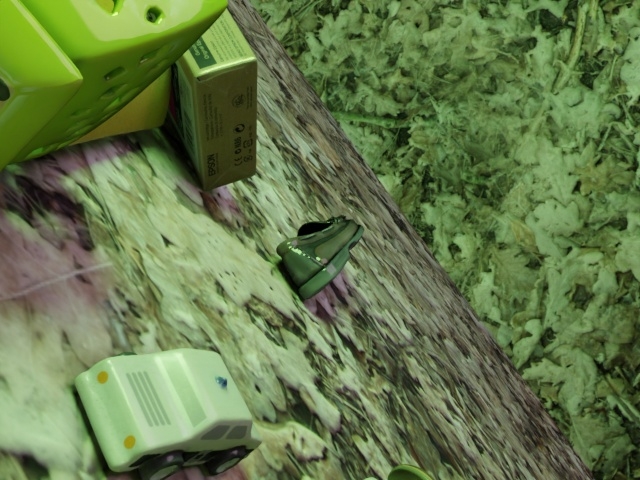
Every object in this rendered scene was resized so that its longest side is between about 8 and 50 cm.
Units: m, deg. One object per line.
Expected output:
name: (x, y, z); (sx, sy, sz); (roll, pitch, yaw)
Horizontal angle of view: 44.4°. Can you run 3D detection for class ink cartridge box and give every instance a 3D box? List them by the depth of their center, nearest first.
ink cartridge box: (-0.161, -0.215, 1.071); (0.193, 0.088, 0.235); (59, -20, 28)

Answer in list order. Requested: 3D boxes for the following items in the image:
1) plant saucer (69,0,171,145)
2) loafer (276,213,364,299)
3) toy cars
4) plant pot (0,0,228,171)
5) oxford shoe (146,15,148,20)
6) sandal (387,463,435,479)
plant saucer: (-0.301, -0.274, 0.883); (0.333, 0.081, 0.333); (52, 11, -6)
loafer: (0.000, 0.000, 1.274); (0.095, 0.109, 0.302); (47, 17, -5)
toy cars: (-0.035, 0.198, 0.680); (0.394, 0.087, 0.176); (46, 14, -25)
plant pot: (-0.248, -0.175, 0.588); (0.228, 0.227, 0.207); (50, 41, -14)
oxford shoe: (-0.339, -0.438, 1.225); (0.449, 0.169, 0.130); (51, -30, 27)
sandal: (0.119, 0.340, 0.908); (0.049, 0.072, 0.180); (13, 41, -36)
